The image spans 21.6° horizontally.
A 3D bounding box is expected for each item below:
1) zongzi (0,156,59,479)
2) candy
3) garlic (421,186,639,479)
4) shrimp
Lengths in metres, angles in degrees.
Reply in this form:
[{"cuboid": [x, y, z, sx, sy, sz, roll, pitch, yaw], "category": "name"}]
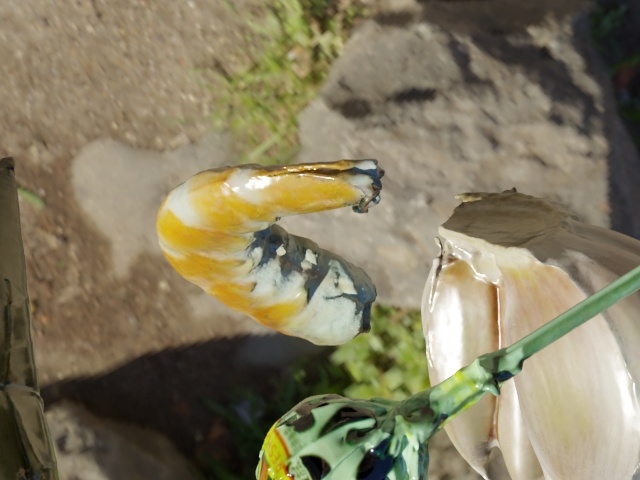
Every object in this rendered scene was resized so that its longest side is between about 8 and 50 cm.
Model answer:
[{"cuboid": [-0.262, 0.080, 0.913, 0.228, 0.256, 0.115, -9, 160, -2], "category": "zongzi"}, {"cuboid": [0.100, 0.073, 0.900, 0.305, 0.083, 0.091, -32, 93, 6], "category": "candy"}, {"cuboid": [0.185, 0.099, 1.278, 0.237, 0.210, 0.291, -16, 97, 22], "category": "garlic"}, {"cuboid": [0.000, 0.000, 0.862, 0.161, 0.049, 0.166, 27, 147, -31], "category": "shrimp"}]
